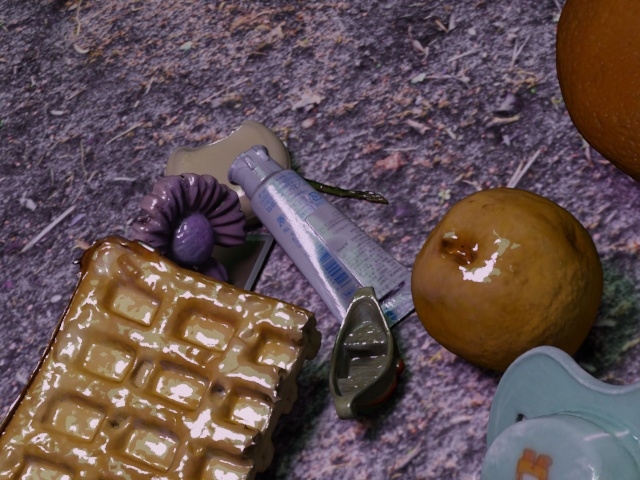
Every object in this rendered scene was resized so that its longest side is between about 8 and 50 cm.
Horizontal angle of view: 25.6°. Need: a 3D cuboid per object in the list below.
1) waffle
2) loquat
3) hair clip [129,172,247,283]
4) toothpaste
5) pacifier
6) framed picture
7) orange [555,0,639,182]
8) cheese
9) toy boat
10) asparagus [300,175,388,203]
[{"bbox_3d":[-0.190,0.186,1.559,0.304,0.077,0.348,18,67,18],"label":"waffle"},{"bbox_3d":[0.201,0.045,1.531,0.208,0.208,0.208,-13,44,13],"label":"loquat"},{"bbox_3d":[-0.204,0.055,1.732,0.069,0.173,0.300,38,93,40],"label":"hair clip"},{"bbox_3d":[0.000,0.000,1.731,0.114,0.073,0.299,-38,64,-12],"label":"toothpaste"},{"bbox_3d":[0.301,0.239,1.303,0.269,0.288,0.343,-5,13,-27],"label":"pacifier"},{"bbox_3d":[-0.149,0.061,1.810,0.142,0.011,0.183,2,50,27],"label":"framed picture"},{"bbox_3d":[0.439,-0.201,1.576,0.322,0.322,0.357,-37,55,-12],"label":"orange"},{"bbox_3d":[-0.096,-0.059,1.858,0.163,0.071,0.249,-36,53,-4],"label":"cheese"},{"bbox_3d":[0.049,0.138,1.595,0.089,0.071,0.185,-8,45,20],"label":"toy boat"},{"bbox_3d":[0.020,-0.068,1.852,0.162,0.016,0.016,14,37,36],"label":"asparagus"}]
